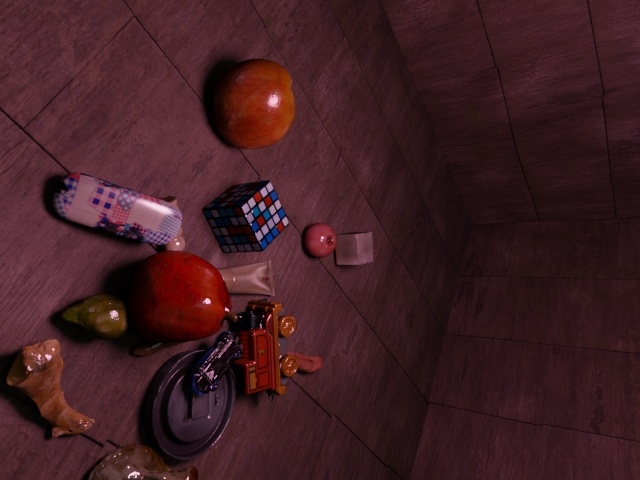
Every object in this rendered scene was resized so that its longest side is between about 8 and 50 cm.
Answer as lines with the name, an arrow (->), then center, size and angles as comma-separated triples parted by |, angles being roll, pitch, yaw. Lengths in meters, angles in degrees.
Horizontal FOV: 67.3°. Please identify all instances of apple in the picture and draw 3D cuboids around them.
apple -> -0.209, -0.467, 1.637 | 0.301, 0.301, 0.302 | 4, 85, -54
apple -> 0.000, 0.000, 2.035 | 0.153, 0.119, 0.154 | 2, 88, -54

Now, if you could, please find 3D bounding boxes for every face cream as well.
face cream -> -0.266, 0.138, 1.701 | 0.341, 0.084, 0.138 | 5, 75, -61

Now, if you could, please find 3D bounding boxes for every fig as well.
fig -> -0.577, 0.199, 1.226 | 0.156, 0.123, 0.123 | -9, 96, -38

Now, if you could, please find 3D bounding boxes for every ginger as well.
ginger -> -0.641, 0.362, 1.158 | 0.131, 0.086, 0.295 | -59, 142, -50

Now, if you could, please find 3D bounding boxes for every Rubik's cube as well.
Rubik's cube -> -0.248, -0.081, 1.634 | 0.184, 0.187, 0.182 | -50, 127, -45

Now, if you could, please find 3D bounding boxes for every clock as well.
clock -> -0.400, 0.503, 1.494 | 0.325, 0.067, 0.326 | 3, 86, -55

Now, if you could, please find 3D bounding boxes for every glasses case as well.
glasses case -> -0.528, -0.080, 1.276 | 0.327, 0.076, 0.125 | 20, 99, -38

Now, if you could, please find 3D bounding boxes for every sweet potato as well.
sweet potato -> -0.443, 0.286, 1.438 | 0.243, 0.077, 0.077 | -24, 108, -54

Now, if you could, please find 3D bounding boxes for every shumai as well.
shumai -> -0.470, 0.668, 1.277 | 0.271, 0.203, 0.222 | -1, 88, -51

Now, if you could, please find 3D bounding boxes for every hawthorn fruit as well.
hawthorn fruit -> -0.374, 0.163, 1.332 | 0.265, 0.307, 0.266 | 17, 90, -81

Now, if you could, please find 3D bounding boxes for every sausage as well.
sausage -> -0.084, 0.490, 1.938 | 0.304, 0.078, 0.078 | 28, 66, -52

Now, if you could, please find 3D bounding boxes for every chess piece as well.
chess piece -> -0.450, -0.038, 1.434 | 0.094, 0.094, 0.171 | -40, 124, -48

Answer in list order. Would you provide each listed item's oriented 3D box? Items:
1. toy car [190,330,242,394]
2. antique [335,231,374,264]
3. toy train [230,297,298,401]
toy car -> -0.328, 0.378, 1.489 | 0.216, 0.063, 0.103 | -51, 127, -36
antique -> 0.152, 0.035, 2.224 | 0.151, 0.147, 0.147 | -9, 95, -54
toy train -> -0.211, 0.394, 1.695 | 0.231, 0.163, 0.370 | -4, 92, -46
